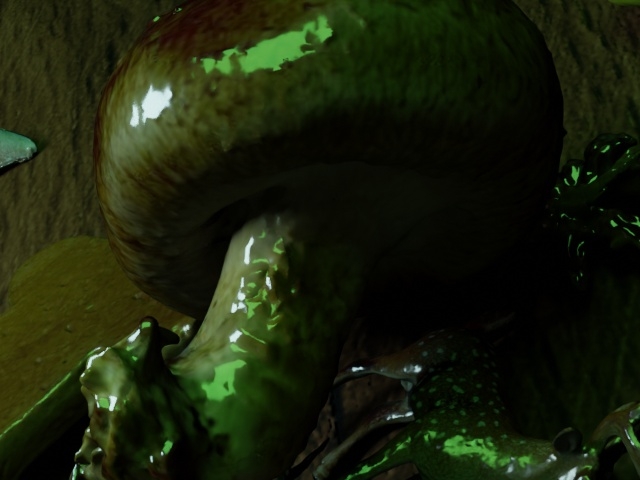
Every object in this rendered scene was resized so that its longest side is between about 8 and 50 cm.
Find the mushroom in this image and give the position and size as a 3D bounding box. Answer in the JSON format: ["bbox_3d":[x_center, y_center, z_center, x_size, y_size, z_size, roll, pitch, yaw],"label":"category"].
[{"bbox_3d":[0.000,-0.019,1.100,0.334,0.331,0.356,-4,44,-8],"label":"mushroom"}]

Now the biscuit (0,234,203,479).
[{"bbox_3d":[-0.175,0.077,1.352,0.432,0.064,0.283,-41,29,-20],"label":"biscuit"}]

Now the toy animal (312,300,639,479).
[{"bbox_3d":[0.103,0.115,1.106,0.260,0.087,0.243,-24,37,11],"label":"toy animal"}]

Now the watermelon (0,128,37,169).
[{"bbox_3d":[-0.347,-0.075,1.676,0.155,0.080,0.101,-29,0,3],"label":"watermelon"}]

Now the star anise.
[{"bbox_3d":[0.178,-0.019,1.247,0.168,0.057,0.168,-26,35,20],"label":"star anise"}]

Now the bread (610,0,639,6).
[{"bbox_3d":[0.336,-0.255,1.279,0.166,0.112,0.383,-54,13,-14],"label":"bread"}]
